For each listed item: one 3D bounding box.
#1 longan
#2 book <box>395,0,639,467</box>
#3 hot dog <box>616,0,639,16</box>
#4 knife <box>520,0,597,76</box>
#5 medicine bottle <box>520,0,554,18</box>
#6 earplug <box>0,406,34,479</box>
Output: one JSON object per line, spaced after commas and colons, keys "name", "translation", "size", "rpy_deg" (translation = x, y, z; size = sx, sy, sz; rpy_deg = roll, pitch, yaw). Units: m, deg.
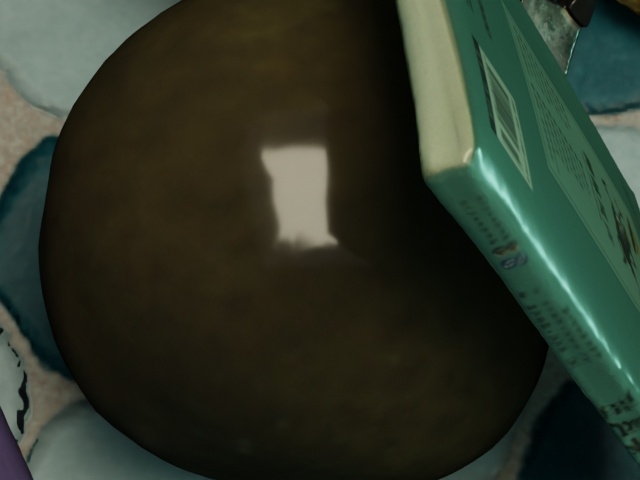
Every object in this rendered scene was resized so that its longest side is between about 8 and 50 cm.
{"name": "longan", "translation": [0.000, 0.000, 0.975], "size": [0.300, 0.243, 0.300], "rpy_deg": [-7, 103, -34]}
{"name": "book", "translation": [0.122, -0.026, 0.930], "size": [0.031, 0.379, 0.264], "rpy_deg": [-22, 47, 17]}
{"name": "hot dog", "translation": [0.269, -0.176, 1.221], "size": [0.270, 0.072, 0.109], "rpy_deg": [27, 62, -4]}
{"name": "knife", "translation": [0.142, -0.123, 1.154], "size": [0.060, 0.028, 0.230], "rpy_deg": [20, 86, -37]}
{"name": "medicine bottle", "translation": [0.114, -0.152, 1.175], "size": [0.058, 0.058, 0.091], "rpy_deg": [35, 64, 1]}
{"name": "earplug", "translation": [-0.281, 0.057, 0.914], "size": [0.215, 0.215, 0.456], "rpy_deg": [-26, 81, -23]}
